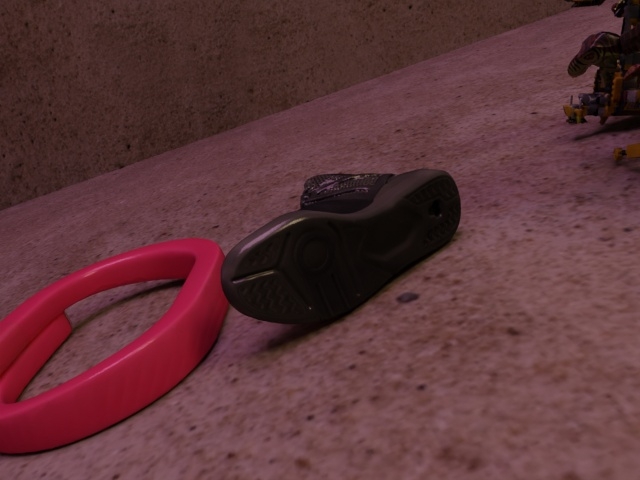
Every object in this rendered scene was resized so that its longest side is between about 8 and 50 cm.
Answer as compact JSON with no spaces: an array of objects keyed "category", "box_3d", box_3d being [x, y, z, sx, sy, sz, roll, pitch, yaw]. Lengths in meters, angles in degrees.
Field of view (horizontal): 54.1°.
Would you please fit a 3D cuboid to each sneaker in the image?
[{"category":"sneaker","box_3d":[0.000,0.000,0.524,0.227,0.087,0.130,-28,18,-35]}]

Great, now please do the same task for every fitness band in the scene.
[{"category":"fitness band","box_3d":[-0.184,0.075,0.552,0.208,0.054,0.291,-15,19,5]}]

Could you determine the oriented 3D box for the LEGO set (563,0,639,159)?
[{"category":"LEGO set","box_3d":[0.265,-0.196,0.553,0.192,0.255,0.331,-1,27,4]}]
